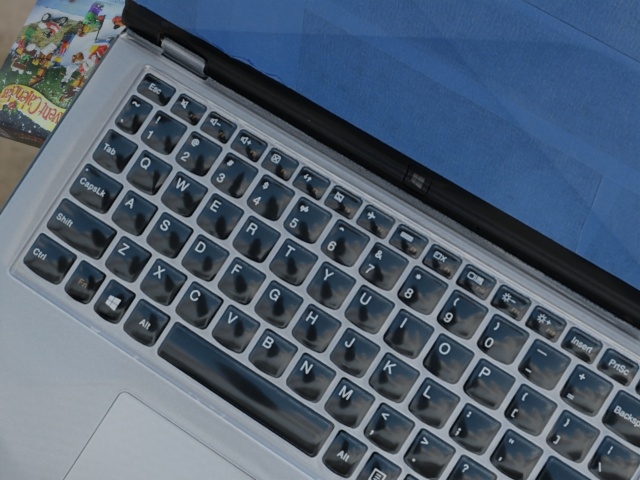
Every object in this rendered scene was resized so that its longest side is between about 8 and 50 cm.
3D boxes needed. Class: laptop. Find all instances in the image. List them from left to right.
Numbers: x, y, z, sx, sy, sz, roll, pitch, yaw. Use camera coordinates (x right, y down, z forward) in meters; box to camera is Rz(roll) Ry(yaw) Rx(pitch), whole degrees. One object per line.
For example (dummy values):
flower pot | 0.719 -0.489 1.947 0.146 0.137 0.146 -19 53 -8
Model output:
laptop | 0.000 0.000 0.580 0.382 0.408 0.236 32 -5 16

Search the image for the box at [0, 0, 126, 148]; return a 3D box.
box | -0.187 -0.148 1.218 0.233 0.159 0.044 17 -16 31
